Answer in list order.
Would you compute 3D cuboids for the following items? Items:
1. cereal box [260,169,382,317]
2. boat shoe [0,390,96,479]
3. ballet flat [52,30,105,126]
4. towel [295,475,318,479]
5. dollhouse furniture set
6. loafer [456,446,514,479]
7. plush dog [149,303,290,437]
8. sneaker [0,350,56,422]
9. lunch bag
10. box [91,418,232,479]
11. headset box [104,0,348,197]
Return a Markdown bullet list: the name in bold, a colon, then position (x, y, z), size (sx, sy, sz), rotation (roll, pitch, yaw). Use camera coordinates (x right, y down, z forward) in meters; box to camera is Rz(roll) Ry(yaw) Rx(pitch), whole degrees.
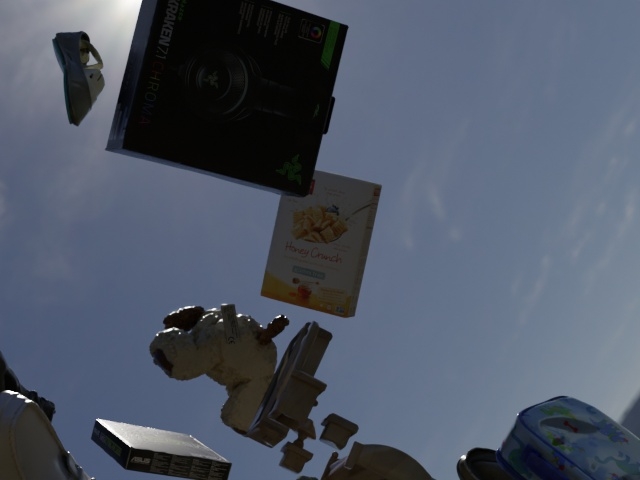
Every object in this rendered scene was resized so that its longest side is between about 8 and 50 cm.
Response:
- **cereal box**: position (0.000, 0.000, 2.049), size (0.047, 0.173, 0.240), rotation (1, -79, -67)
- **boat shoe**: position (-0.261, 0.268, 1.194), size (0.098, 0.096, 0.277), rotation (-63, -33, -51)
- **ballet flat**: position (-0.354, -0.248, 1.737), size (0.068, 0.213, 0.072), rotation (-11, -47, -11)
- **towel**: position (-0.012, 0.325, 1.243), size (0.110, 0.027, 0.148), rotation (-53, -47, -22)
- **dollhouse furniture set**: position (0.093, 0.282, 1.750), size (0.174, 0.355, 0.303), rotation (-65, 4, -23)
- **loafer**: position (0.325, 0.365, 1.770), size (0.094, 0.251, 0.087), rotation (-43, -39, -44)
- **plush dog**: position (-0.159, 0.189, 2.073), size (0.210, 0.262, 0.225), rotation (-49, 17, -4)
- **sneaker**: position (-0.534, 0.269, 2.012), size (0.087, 0.227, 0.130), rotation (-29, -4, 13)
- **lunch bag**: position (0.339, 0.290, 1.463), size (0.176, 0.219, 0.090), rotation (-8, -52, -53)
- **box**: position (-0.274, 0.359, 1.996), size (0.190, 0.184, 0.045), rotation (16, -93, -29)
- **headset box**: position (-0.119, -0.205, 1.594), size (0.131, 0.283, 0.246), rotation (-169, 94, -69)
